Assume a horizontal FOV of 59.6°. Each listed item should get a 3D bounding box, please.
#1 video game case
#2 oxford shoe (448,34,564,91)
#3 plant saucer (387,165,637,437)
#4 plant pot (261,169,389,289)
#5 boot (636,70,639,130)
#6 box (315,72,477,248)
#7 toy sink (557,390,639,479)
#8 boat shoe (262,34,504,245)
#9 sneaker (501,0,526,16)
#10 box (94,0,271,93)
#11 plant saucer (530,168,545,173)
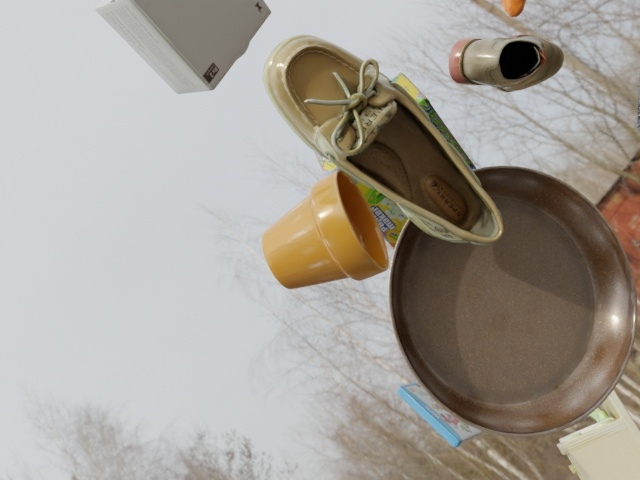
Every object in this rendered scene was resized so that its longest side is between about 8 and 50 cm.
[{"bbox_3d":[0.209,0.262,0.880,0.166,0.119,0.015,5,-63,-49],"label":"video game case"},{"bbox_3d":[0.431,-0.372,1.187,0.348,0.130,0.123,-17,-65,-34],"label":"oxford shoe"},{"bbox_3d":[0.222,0.068,0.660,0.310,0.311,0.050,-43,0,-15],"label":"plant saucer"},{"bbox_3d":[0.000,0.000,1.054,0.187,0.205,0.205,-26,-20,18],"label":"plant pot"},{"bbox_3d":[0.806,-0.318,1.202,0.094,0.207,0.247,87,-163,-70],"label":"boot"},{"bbox_3d":[0.187,-0.183,1.345,0.279,0.177,0.290,-38,-55,13],"label":"box"},{"bbox_3d":[0.508,0.387,0.990,0.131,0.234,0.153,-28,-25,10],"label":"toy sink"},{"bbox_3d":[0.071,-0.097,0.549,0.105,0.285,0.089,-55,18,3],"label":"boat shoe"},{"bbox_3d":[0.464,-0.629,1.343,0.067,0.064,0.175,-15,-76,-69],"label":"sneaker"},{"bbox_3d":[-0.205,-0.355,0.862,0.182,0.119,0.181,46,-114,-39],"label":"box"},{"bbox_3d":[0.382,-0.044,1.079,0.037,0.195,0.195,7,-49,-11],"label":"plant saucer"}]
